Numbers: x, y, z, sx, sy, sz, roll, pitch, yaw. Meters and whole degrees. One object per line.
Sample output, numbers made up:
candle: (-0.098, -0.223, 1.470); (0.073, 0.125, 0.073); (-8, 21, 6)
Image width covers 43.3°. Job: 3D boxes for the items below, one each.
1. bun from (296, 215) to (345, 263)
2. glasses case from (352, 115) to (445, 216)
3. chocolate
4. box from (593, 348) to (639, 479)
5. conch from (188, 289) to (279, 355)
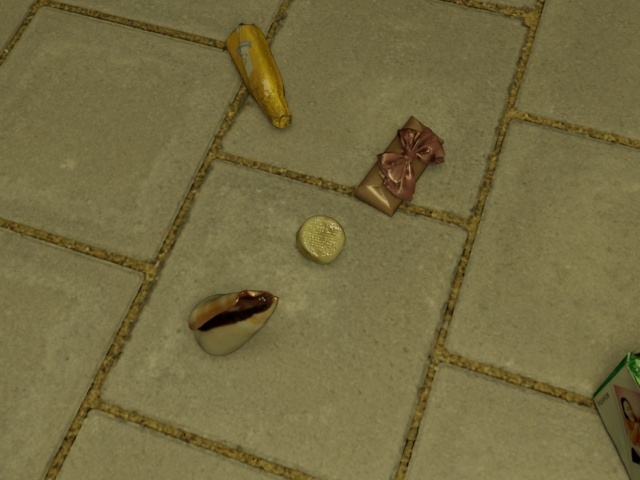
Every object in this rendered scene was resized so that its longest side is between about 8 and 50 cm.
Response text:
bun: (0.000, 0.000, 1.360); (0.086, 0.055, 0.086); (2, 72, -6)
glasses case: (0.151, -0.134, 1.413); (0.102, 0.070, 0.193); (30, 68, 17)
chocolate: (-0.107, -0.307, 1.521); (0.085, 0.086, 0.219); (-22, 65, -9)
box: (0.488, 0.282, 1.108); (0.103, 0.180, 0.250); (-12, 60, -8)
conch: (-0.138, 0.124, 1.250); (0.104, 0.176, 0.094); (49, 55, -17)
